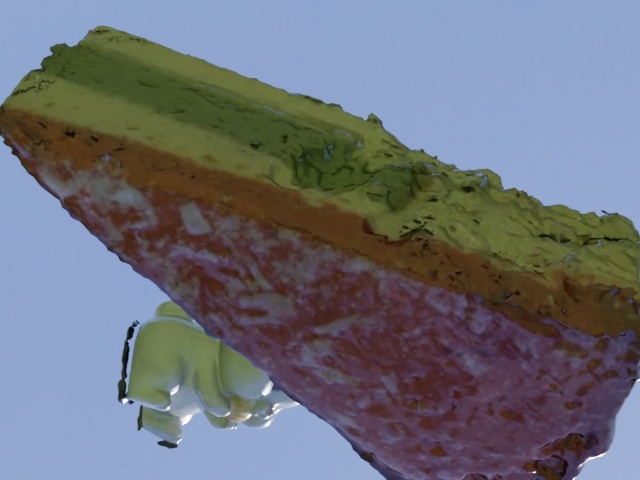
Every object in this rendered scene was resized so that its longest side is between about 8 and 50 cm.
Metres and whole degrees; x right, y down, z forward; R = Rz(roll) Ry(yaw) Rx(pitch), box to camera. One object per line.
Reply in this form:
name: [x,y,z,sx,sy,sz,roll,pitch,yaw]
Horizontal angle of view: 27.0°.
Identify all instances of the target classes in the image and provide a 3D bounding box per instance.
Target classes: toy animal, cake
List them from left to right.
toy animal: [-0.044,0.070,0.740,0.124,0.071,0.085,-2,-138,6]
cake: [-0.002,0.016,0.471,0.220,0.116,0.086,17,-144,6]
